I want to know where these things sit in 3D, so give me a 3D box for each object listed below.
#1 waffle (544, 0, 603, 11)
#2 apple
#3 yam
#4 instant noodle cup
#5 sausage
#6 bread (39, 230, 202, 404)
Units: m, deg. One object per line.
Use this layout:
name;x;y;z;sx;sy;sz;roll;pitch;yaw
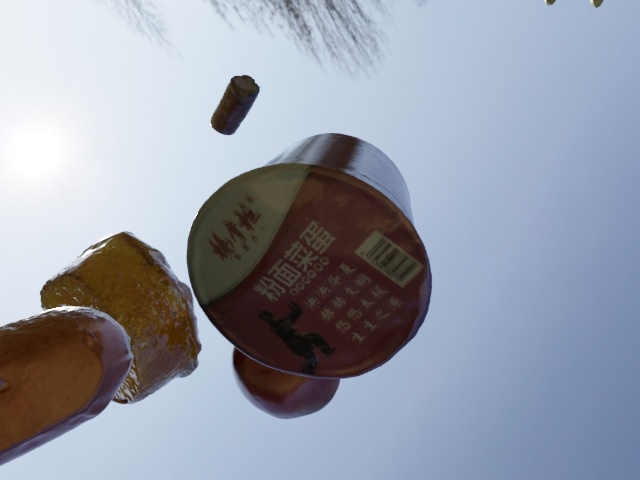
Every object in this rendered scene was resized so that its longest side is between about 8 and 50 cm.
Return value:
waffle;0.399;-0.493;0.959;0.261;0.056;0.250;-41;-108;-12
apple;-0.068;0.266;1.199;0.230;0.230;0.230;-19;-133;21
yam;-0.207;-0.326;1.386;0.141;0.079;0.079;-50;-149;40
instant noodle cup;0.000;0.000;0.609;0.235;0.234;0.178;-20;-158;20
sausage;-0.361;0.176;0.703;0.268;0.153;0.141;-25;-171;-24
bread;-0.440;0.177;1.291;0.398;0.398;0.215;4;-153;37
